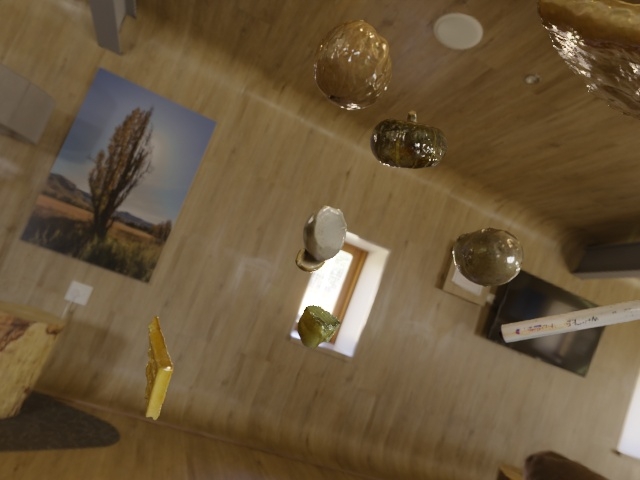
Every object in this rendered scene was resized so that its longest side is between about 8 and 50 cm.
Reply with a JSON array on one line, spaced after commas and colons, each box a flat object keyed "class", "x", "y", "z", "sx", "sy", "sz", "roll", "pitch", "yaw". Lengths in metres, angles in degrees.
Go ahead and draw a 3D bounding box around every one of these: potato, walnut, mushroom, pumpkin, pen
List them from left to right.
[{"class": "mushroom", "x": 0.000, "y": 0.000, "z": 1.355, "sx": 0.128, "sy": 0.128, "sz": 0.350, "roll": 21, "pitch": -27, "yaw": -3}, {"class": "walnut", "x": 0.091, "y": -0.471, "z": 1.228, "sx": 0.228, "sy": 0.227, "sz": 0.228, "roll": 21, "pitch": -7, "yaw": 3}, {"class": "pumpkin", "x": 0.242, "y": -0.286, "z": 1.290, "sx": 0.219, "sy": 0.162, "sz": 0.219, "roll": 6, "pitch": 17, "yaw": -2}, {"class": "potato", "x": 0.451, "y": 0.042, "z": 1.242, "sx": 0.165, "sy": 0.164, "sz": 0.262, "roll": 20, "pitch": 8, "yaw": 4}, {"class": "pen", "x": 0.412, "y": 0.117, "z": 0.695, "sx": 0.269, "sy": 0.033, "sz": 0.033, "roll": -18, "pitch": -28, "yaw": 29}]

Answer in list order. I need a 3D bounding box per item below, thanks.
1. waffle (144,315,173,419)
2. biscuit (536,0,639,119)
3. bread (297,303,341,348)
[{"class": "waffle", "x": -0.343, "y": 0.254, "z": 0.934, "sx": 0.032, "sy": 0.125, "sz": 0.191, "roll": 10, "pitch": 15, "yaw": -30}, {"class": "biscuit", "x": 0.627, "y": -0.261, "z": 0.792, "sx": 0.429, "sy": 0.104, "sz": 0.446, "roll": 13, "pitch": 24, "yaw": -49}, {"class": "bread", "x": -0.018, "y": 0.242, "z": 1.259, "sx": 0.103, "sy": 0.110, "sz": 0.156, "roll": 44, "pitch": 6, "yaw": 22}]
